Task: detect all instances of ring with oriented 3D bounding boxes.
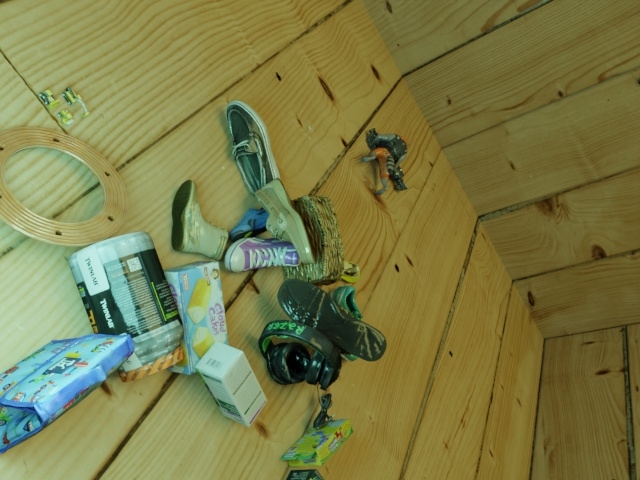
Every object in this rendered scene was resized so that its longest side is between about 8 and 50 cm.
[{"bbox_3d":[-0.608,-0.122,1.307,0.336,0.032,0.337,29,38,-26],"label":"ring"}]

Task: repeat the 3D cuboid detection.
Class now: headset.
[{"bbox_3d":[-0.049,0.400,1.715,0.394,0.243,0.185,63,39,-39],"label":"headset"}]

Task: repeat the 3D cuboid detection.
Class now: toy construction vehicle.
[{"bbox_3d":[-0.639,-0.344,1.432,0.098,0.035,0.086,59,37,-16],"label":"toy construction vehicle"}]

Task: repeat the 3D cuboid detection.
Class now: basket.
[{"bbox_3d":[0.000,0.000,1.969,0.223,0.213,0.300,3,72,-52],"label":"basket"}]

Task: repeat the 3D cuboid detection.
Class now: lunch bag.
[{"bbox_3d":[-0.502,0.283,1.100,0.221,0.293,0.138,-41,108,-53],"label":"lunch bag"}]

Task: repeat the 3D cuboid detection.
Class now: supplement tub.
[{"bbox_3d":[-0.441,0.153,1.329,0.193,0.193,0.316,-20,90,-55],"label":"supplement tub"}]

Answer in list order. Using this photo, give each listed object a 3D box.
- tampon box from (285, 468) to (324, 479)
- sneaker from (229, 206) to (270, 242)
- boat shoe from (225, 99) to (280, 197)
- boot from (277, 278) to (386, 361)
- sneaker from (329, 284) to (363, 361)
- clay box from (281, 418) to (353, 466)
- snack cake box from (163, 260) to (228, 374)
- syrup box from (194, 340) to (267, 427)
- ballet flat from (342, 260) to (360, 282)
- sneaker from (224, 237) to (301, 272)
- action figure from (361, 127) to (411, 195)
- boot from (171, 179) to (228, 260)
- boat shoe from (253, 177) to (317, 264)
[{"bbox_3d":[-0.052,0.764,1.641,0.121,0.101,0.161,57,38,-17],"label":"tampon box"},{"bbox_3d":[-0.231,-0.054,1.825,0.082,0.069,0.209,50,38,8],"label":"sneaker"},{"bbox_3d":[-0.230,-0.299,1.880,0.335,0.121,0.119,65,31,-11],"label":"boat shoe"},{"bbox_3d":[0.018,0.266,1.855,0.377,0.284,0.138,29,77,-2],"label":"boot"},{"bbox_3d":[0.098,0.296,2.051,0.107,0.109,0.276,8,69,-51],"label":"sneaker"},{"bbox_3d":[-0.010,0.624,1.740,0.222,0.127,0.053,-26,96,-54],"label":"clay box"},{"bbox_3d":[-0.332,0.196,1.492,0.152,0.089,0.265,-16,102,-54],"label":"snack cake box"},{"bbox_3d":[-0.230,0.382,1.502,0.096,0.093,0.237,-51,142,-35],"label":"syrup box"},{"bbox_3d":[0.102,0.111,2.170,0.230,0.077,0.077,19,59,-48],"label":"ballet flat"},{"bbox_3d":[-0.158,0.044,1.770,0.282,0.160,0.102,-18,114,-53],"label":"sneaker"},{"bbox_3d":[0.337,-0.355,2.624,0.341,0.178,0.330,52,49,-21],"label":"action figure"},{"bbox_3d":[-0.345,-0.056,1.655,0.165,0.077,0.214,20,64,-47],"label":"boot"},{"bbox_3d":[-0.111,-0.046,1.776,0.341,0.110,0.122,62,-3,37],"label":"boat shoe"}]
